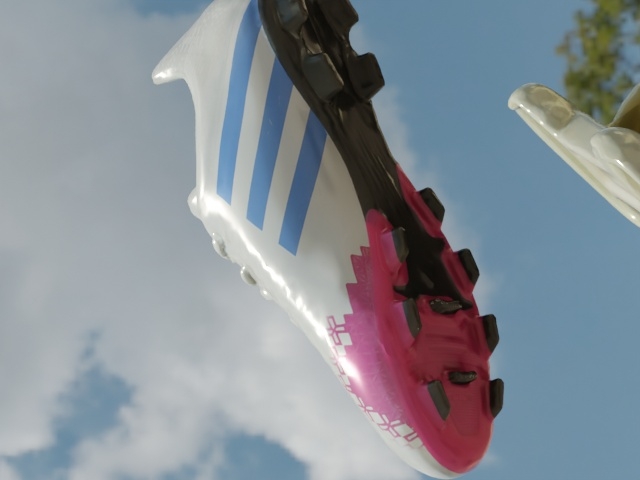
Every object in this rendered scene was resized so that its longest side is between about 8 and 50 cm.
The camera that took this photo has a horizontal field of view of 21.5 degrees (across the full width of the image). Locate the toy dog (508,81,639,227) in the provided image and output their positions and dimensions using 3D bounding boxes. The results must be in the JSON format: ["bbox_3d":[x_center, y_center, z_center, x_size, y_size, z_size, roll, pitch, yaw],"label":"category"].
[{"bbox_3d":[0.415,-0.133,1.262,0.395,0.284,0.408,42,-86,-8],"label":"toy dog"}]

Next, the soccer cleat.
[{"bbox_3d":[0.000,0.000,1.034,0.116,0.143,0.331,-2,-112,-56],"label":"soccer cleat"}]
